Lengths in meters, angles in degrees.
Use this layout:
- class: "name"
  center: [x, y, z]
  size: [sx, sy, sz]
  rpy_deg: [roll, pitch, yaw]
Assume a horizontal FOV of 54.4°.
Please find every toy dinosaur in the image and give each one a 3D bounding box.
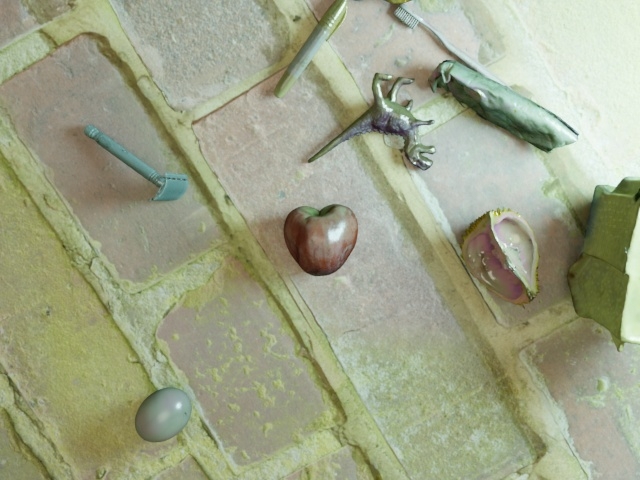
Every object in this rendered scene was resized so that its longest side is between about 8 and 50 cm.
- class: "toy dinosaur"
  center: [0.112, -0.232, 1.238]
  size: [0.251, 0.072, 0.199]
  rpy_deg: [5, 110, -8]

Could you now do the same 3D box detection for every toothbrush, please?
- class: "toothbrush"
  center: [0.271, -0.366, 1.229]
  size: [0.307, 0.025, 0.029]
  rpy_deg: [37, 107, -3]

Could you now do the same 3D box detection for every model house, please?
- class: "model house"
  center: [0.624, 0.030, 1.152]
  size: [0.261, 0.266, 0.321]
  rpy_deg: [6, 97, -4]

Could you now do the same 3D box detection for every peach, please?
- class: "peach"
  center: [0.000, 0.000, 1.255]
  size: [0.152, 0.152, 0.152]
  rpy_deg: [0, 99, 3]

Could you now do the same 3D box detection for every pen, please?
- class: "pen"
  center: [-0.017, -0.380, 1.240]
  size: [0.040, 0.032, 0.233]
  rpy_deg: [31, 102, -26]

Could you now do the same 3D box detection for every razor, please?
- class: "razor"
  center: [-0.387, -0.165, 1.271]
  size: [0.232, 0.106, 0.068]
  rpy_deg: [36, 99, 6]

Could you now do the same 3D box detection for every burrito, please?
- class: "burrito"
  center: [0.356, -0.260, 1.211]
  size: [0.309, 0.096, 0.066]
  rpy_deg: [28, 81, 1]

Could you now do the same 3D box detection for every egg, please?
- class: "egg"
  center: [-0.338, 0.375, 1.336]
  size: [0.135, 0.103, 0.103]
  rpy_deg: [-40, 95, 10]

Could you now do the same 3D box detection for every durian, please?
- class: "durian"
  center: [0.359, 0.027, 1.235]
  size: [0.182, 0.132, 0.165]
  rpy_deg: [28, 107, -5]

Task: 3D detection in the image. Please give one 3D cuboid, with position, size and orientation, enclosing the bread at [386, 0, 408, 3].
- class: "bread"
  center: [0.146, -0.620, 1.167]
  size: [0.124, 0.084, 0.344]
  rpy_deg: [-6, 99, -26]
